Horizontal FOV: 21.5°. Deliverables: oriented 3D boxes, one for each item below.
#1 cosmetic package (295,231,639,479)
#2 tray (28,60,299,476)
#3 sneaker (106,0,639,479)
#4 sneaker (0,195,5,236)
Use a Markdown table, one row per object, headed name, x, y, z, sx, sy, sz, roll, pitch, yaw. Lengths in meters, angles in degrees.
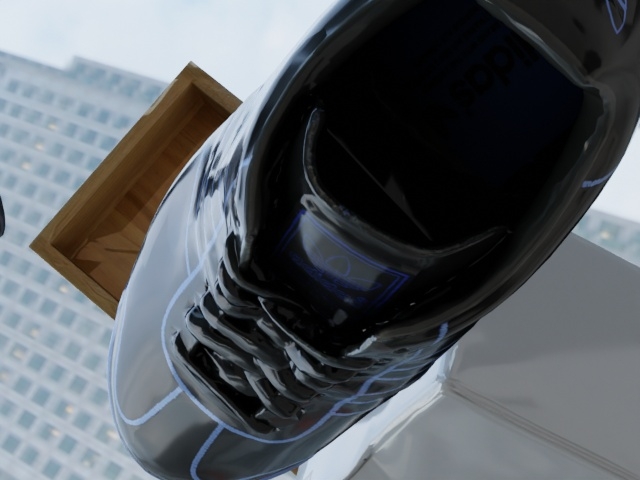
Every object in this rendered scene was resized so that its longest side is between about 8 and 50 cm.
| name | x | y | z | sx | sy | sz | roll | pitch | yaw |
| --- | --- | --- | --- | --- | --- | --- | --- | --- | --- |
| cosmetic package | 0.195 | 0.157 | 0.984 | 0.385 | 0.217 | 0.156 | 29 | -132 | -11 |
| tray | -0.013 | 0.061 | 1.353 | 0.203 | 0.411 | 0.076 | -50 | -13 | -6 |
| sneaker | 0.000 | 0.000 | 0.395 | 0.232 | 0.081 | 0.090 | -53 | 0 | 38 |
| sneaker | -0.254 | -0.053 | 0.995 | 0.094 | 0.153 | 0.235 | -26 | -31 | -1 |
